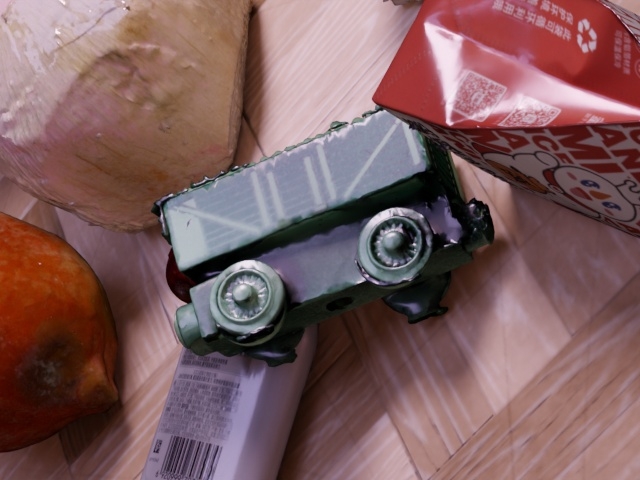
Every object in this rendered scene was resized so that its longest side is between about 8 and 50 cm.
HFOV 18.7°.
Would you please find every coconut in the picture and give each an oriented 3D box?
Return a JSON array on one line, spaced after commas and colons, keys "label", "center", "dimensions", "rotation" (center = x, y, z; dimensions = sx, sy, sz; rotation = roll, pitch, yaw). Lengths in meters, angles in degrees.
[{"label": "coconut", "center": [-0.214, -0.176, 1.822], "dimensions": [0.297, 0.254, 0.297], "rotation": [-25, 53, 38]}]

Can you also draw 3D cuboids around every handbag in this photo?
[{"label": "handbag", "center": [0.192, -0.094, 1.370], "dimensions": [0.298, 0.171, 0.151], "rotation": [30, 92, 54]}]

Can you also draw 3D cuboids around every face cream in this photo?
[{"label": "face cream", "center": [-0.065, 0.102, 1.634], "dimensions": [0.144, 0.071, 0.291], "rotation": [3, 72, 47]}]

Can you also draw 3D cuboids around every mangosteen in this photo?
[{"label": "mangosteen", "center": [-0.096, 0.022, 1.719], "dimensions": [0.081, 0.081, 0.081], "rotation": [-27, 51, 38]}]

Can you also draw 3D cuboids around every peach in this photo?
[{"label": "peach", "center": [-0.294, 0.095, 1.799], "dimensions": [0.257, 0.232, 0.232], "rotation": [35, 98, 19]}]

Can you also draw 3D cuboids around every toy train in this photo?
[{"label": "toy train", "center": [0.000, 0.000, 1.531], "dimensions": [0.269, 0.115, 0.154], "rotation": [-22, 67, 15]}]

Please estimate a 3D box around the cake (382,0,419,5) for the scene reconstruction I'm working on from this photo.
[{"label": "cake", "center": [0.070, -0.299, 1.660], "dimensions": [0.135, 0.134, 0.147], "rotation": [-19, 49, 45]}]
